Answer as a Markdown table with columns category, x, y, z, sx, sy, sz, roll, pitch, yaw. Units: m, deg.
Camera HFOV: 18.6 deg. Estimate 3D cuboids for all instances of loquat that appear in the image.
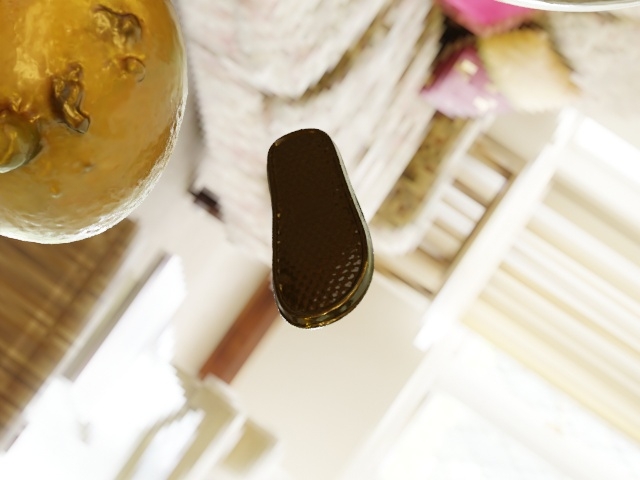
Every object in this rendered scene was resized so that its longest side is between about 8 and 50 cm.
| category | x | y | z | sx | sy | sz | roll | pitch | yaw |
| --- | --- | --- | --- | --- | --- | --- | --- | --- | --- |
| loquat | -0.149 | -0.081 | 1.061 | 0.204 | 0.149 | 0.172 | -85 | -170 | -71 |

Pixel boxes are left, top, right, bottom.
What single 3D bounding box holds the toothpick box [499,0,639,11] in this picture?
| category | x | y | z | sx | sy | sz | roll | pitch | yaw |
| --- | --- | --- | --- | --- | --- | --- | --- | --- | --- |
| toothpick box | 0.174 | -0.381 | 1.269 | 0.425 | 0.409 | 0.409 | -82 | -166 | -50 |

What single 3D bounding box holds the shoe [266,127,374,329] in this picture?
| category | x | y | z | sx | sy | sz | roll | pitch | yaw |
| --- | --- | --- | --- | --- | --- | --- | --- | --- | --- |
| shoe | 0.000 | 0.000 | 1.171 | 0.053 | 0.062 | 0.159 | 73 | 5 | -48 |
